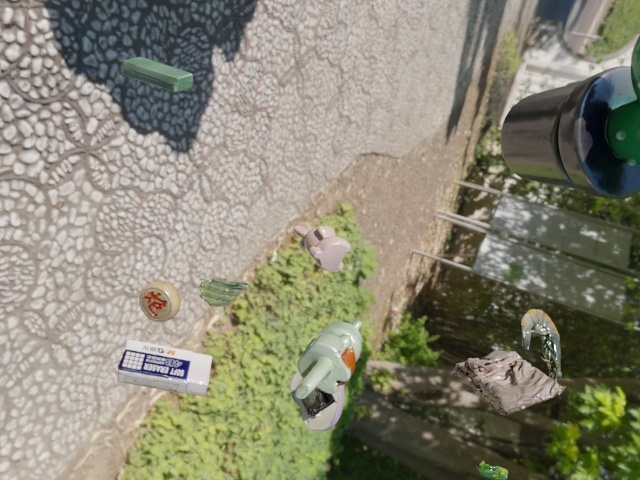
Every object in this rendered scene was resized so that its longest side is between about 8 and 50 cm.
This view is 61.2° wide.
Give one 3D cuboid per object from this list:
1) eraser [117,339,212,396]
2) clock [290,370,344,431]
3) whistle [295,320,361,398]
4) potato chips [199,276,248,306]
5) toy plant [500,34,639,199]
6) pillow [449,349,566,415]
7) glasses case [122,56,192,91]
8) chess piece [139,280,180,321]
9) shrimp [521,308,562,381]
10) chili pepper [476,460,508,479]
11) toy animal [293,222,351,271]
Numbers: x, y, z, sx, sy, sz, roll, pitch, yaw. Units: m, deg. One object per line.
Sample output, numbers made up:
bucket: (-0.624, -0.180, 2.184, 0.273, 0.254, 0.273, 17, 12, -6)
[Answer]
eraser: (-0.504, 0.417, 1.770, 0.130, 0.287, 0.086, -91, -161, -49)
clock: (-0.007, 0.466, 1.637, 0.172, 0.198, 0.064, -39, 150, 19)
whistle: (0.018, 0.220, 1.015, 0.253, 0.105, 0.102, -32, 134, -64)
potato chips: (-0.301, 0.163, 1.689, 0.207, 0.028, 0.092, 15, 77, -56)
toy plant: (0.434, -0.159, 0.745, 0.400, 0.185, 0.279, -158, -117, -67)
pillow: (0.355, 0.265, 1.056, 0.248, 0.135, 0.049, -148, -135, -79)
glasses case: (-0.443, -0.453, 1.474, 0.078, 0.184, 0.039, -45, 151, -53)
chess piece: (-0.321, 0.121, 1.085, 0.038, 0.083, 0.084, -36, 141, -70)
shrimp: (0.620, 0.295, 1.525, 0.051, 0.150, 0.217, -36, -135, 47)
chili pepper: (0.404, 0.544, 1.277, 0.034, 0.091, 0.030, -47, -157, 47)
toy animal: (0.002, 0.000, 1.571, 0.124, 0.212, 0.124, -12, 121, -20)
